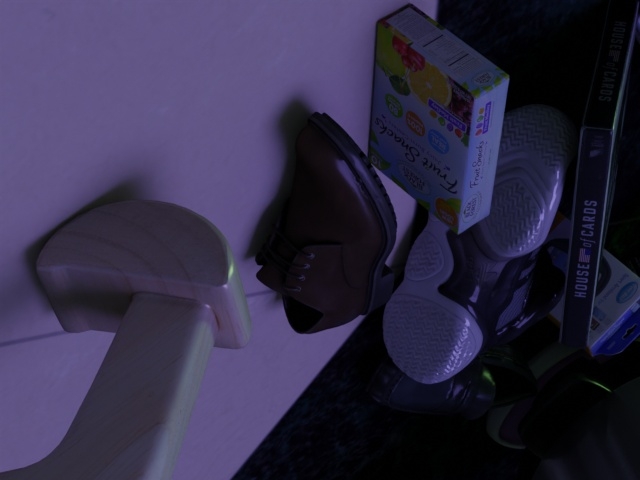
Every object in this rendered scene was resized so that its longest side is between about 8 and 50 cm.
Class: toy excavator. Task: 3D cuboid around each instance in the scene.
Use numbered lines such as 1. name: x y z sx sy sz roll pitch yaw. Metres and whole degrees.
1. toy excavator: -0.233 0.207 0.926 0.445 0.433 0.222 -13 144 -2

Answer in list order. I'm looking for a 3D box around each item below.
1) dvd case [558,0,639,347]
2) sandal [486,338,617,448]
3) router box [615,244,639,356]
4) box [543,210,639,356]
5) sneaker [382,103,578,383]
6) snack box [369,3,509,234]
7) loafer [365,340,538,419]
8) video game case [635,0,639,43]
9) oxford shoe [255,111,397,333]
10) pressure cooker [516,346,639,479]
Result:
1. dvd case: 0.231 -0.055 1.325 0.179 0.029 0.239 -70 163 -45
2. sandal: 0.335 0.179 1.774 0.416 0.102 0.169 5 121 -53
3. router box: 0.436 0.036 1.678 0.243 0.081 0.309 -36 156 26
4. box: 0.239 0.043 1.457 0.081 0.136 0.028 -45 150 -5
5. sneaker: 0.158 -0.005 1.346 0.153 0.101 0.269 -14 138 -52
6. snack box: 0.083 -0.085 1.142 0.037 0.100 0.141 -32 147 -26
7. loafer: 0.128 0.127 1.472 0.223 0.078 0.076 -1 126 -52
8. video game case: 0.401 -0.170 1.411 0.196 0.026 0.274 -45 125 -5
9. oxford shoe: 0.000 0.000 1.159 0.096 0.083 0.227 -31 145 -19
10. pressure cooker: 0.387 0.300 1.530 0.375 0.420 0.370 -9 121 -5
